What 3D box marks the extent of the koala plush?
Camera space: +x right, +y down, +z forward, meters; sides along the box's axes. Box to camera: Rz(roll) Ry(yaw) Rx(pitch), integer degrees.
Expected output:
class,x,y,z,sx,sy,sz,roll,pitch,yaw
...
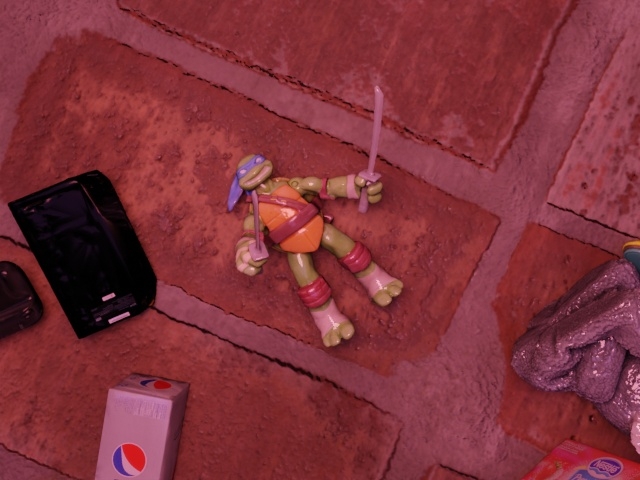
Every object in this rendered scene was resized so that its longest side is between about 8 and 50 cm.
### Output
class,x,y,z,sx,sy,sz,roll,pitch,yaw
koala plush,0.392,0.176,0.859,0.203,0.196,0.221,-41,91,22

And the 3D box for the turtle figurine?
class,x,y,z,sx,sy,sz,roll,pitch,yaw
turtle figurine,0.000,0.000,0.835,0.275,0.197,0.266,-19,114,43

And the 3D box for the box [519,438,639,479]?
class,x,y,z,sx,sy,sz,roll,pitch,yaw
box,0.369,0.355,0.816,0.123,0.257,0.128,-38,90,-11

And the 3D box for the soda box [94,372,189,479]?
class,x,y,z,sx,sy,sz,roll,pitch,yaw
soda box,-0.261,0.341,0.925,0.091,0.098,0.286,10,92,2

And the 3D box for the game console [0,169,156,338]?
class,x,y,z,sx,sy,sz,roll,pitch,yaw
game console,-0.427,0.060,0.908,0.362,0.044,0.213,-22,105,-5

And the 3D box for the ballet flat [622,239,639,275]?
class,x,y,z,sx,sy,sz,roll,pitch,yaw
ballet flat,0.523,0.051,0.905,0.231,0.077,0.077,35,72,-2
